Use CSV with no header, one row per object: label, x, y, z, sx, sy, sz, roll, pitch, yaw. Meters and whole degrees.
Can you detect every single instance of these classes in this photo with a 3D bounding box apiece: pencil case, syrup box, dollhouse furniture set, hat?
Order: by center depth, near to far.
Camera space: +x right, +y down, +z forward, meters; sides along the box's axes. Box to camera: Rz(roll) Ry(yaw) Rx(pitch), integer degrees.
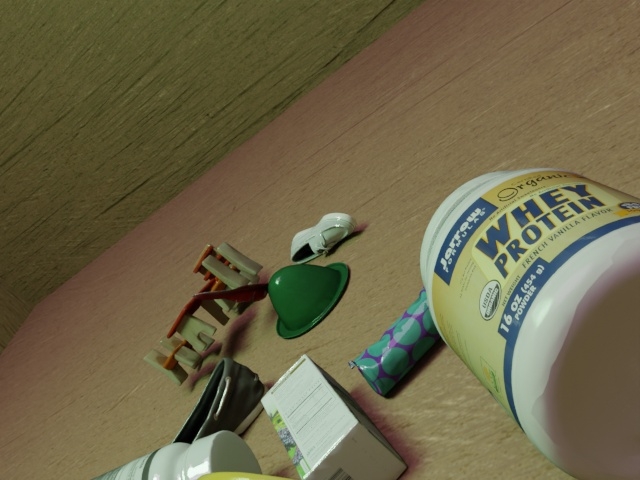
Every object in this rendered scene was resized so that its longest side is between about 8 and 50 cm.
syrup box,0.009,0.243,1.024,0.096,0.093,0.237,-46,20,-4
pencil case,0.112,0.135,1.082,0.151,0.064,0.070,-45,36,-3
hat,-0.075,0.058,1.426,0.173,0.183,0.208,-31,23,32
dollhouse furniture set,-0.233,0.113,1.596,0.262,0.135,0.259,-56,-2,24

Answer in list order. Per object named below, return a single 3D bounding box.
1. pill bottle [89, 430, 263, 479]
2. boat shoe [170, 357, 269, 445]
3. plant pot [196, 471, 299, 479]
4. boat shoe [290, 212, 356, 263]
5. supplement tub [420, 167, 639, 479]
pill bottle,-0.224,0.375,1.092,0.283,0.161,0.161,-27,24,17
boat shoe,-0.215,0.335,1.272,0.335,0.095,0.112,-53,21,-23
plant pot,-0.019,0.350,0.675,0.254,0.254,0.239,-21,45,48
boat shoe,0.000,0.000,1.583,0.184,0.066,0.063,-20,45,44
supplement tub,0.234,0.058,0.758,0.228,0.228,0.316,-43,20,3
